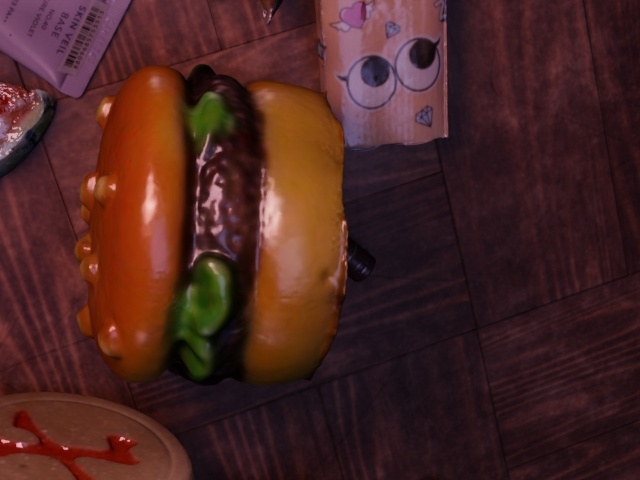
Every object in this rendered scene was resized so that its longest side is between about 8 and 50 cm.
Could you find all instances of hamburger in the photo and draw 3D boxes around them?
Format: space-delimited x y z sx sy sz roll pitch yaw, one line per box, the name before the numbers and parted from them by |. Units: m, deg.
hamburger | -0.143 -0.018 1.319 0.278 0.396 0.395 4 106 -15

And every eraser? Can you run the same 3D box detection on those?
eraser | 0.074 -0.266 1.440 0.171 0.087 0.290 -8 110 -14

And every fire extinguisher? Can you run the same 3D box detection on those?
fire extinguisher | 0.000 0.000 1.531 0.157 0.045 0.078 39 116 -24

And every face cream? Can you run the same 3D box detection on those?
face cream | -0.368 -0.286 1.321 0.274 0.096 0.154 23 97 -34

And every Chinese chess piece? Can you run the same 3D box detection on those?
Chinese chess piece | -0.320 0.314 1.382 0.338 0.338 0.140 5 109 -17

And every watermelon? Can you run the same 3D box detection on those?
watermelon | -0.416 -0.135 1.360 0.187 0.071 0.139 -41 109 0

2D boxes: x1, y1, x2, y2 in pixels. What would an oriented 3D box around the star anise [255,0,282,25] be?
star anise | -0.085 -0.389 1.345 0.262 0.081 0.230 40 123 -2
